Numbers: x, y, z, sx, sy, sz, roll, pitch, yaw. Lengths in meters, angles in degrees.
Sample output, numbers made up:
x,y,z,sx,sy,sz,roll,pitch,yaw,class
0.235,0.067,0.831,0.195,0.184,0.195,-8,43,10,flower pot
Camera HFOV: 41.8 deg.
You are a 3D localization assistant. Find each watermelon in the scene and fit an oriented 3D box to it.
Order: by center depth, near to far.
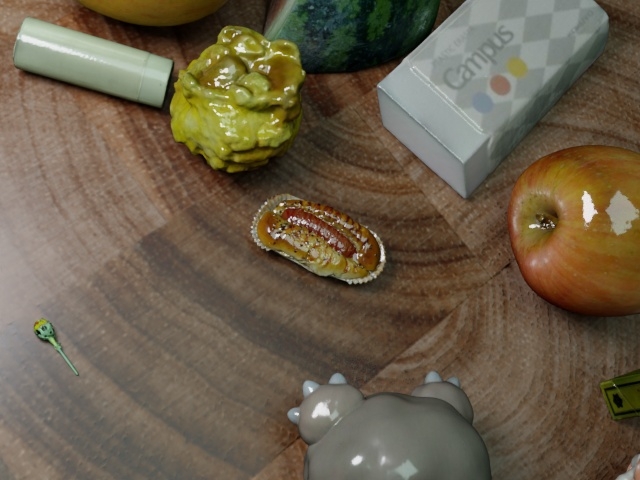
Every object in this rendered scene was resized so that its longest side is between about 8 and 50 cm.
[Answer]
x,y,z,sx,sy,sz,roll,pitch,yaw,class
0.004,-0.403,1.216,0.293,0.283,0.250,29,48,24,watermelon

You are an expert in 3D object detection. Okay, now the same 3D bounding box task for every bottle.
x,y,z,sx,sy,sz,roll,pitch,yaw,class
-0.304,-0.240,1.136,0.202,0.072,0.072,15,68,-10,bottle

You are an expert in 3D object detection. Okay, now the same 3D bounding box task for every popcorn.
x,y,z,sx,sy,sz,roll,pitch,yaw,class
-0.109,-0.187,1.128,0.198,0.155,0.197,1,79,-4,popcorn

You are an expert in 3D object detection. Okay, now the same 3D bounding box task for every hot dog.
x,y,z,sx,sy,sz,roll,pitch,yaw,class
0.000,0.000,1.144,0.192,0.053,0.099,24,71,-3,hot dog

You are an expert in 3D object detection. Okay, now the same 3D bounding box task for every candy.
x,y,z,sx,sy,sz,roll,pitch,yaw,class
-0.323,0.131,1.032,0.025,0.023,0.083,-37,90,12,candy

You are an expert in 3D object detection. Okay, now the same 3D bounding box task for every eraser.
x,y,z,sx,sy,sz,roll,pitch,yaw,class
0.274,-0.268,1.292,0.213,0.082,0.397,44,67,4,eraser

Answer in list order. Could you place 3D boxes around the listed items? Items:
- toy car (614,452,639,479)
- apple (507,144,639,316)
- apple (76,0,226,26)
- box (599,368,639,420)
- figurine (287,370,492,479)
x,y,z,sx,sy,sz,roll,pitch,yaw,class
0.520,0.347,1.102,0.270,0.180,0.212,-27,70,-21,toy car
0.397,-0.014,1.171,0.241,0.242,0.242,7,69,-26,apple
-0.234,-0.434,1.101,0.275,0.299,0.299,7,70,-23,apple
0.497,0.185,1.119,0.141,0.220,0.064,-15,76,-18,box
0.091,0.341,0.970,0.248,0.203,0.380,2,72,-18,figurine
